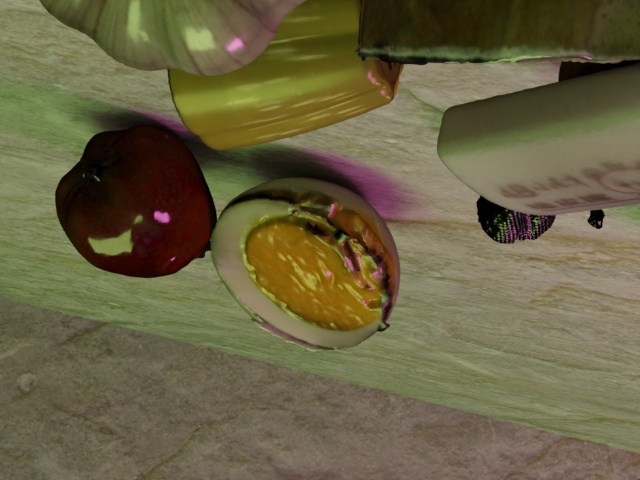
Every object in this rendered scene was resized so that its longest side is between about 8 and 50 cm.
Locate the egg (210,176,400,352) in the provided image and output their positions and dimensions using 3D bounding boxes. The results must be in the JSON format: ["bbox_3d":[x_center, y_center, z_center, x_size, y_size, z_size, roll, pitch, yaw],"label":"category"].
[{"bbox_3d":[-0.004,0.000,1.902,0.264,0.174,0.286,9,139,23],"label":"egg"}]

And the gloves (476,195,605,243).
[{"bbox_3d":[0.258,-0.072,1.529,0.129,0.106,0.181,22,135,-27],"label":"gloves"}]

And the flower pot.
[{"bbox_3d":[-0.024,-0.182,1.236,0.179,0.195,0.195,-3,159,21],"label":"flower pot"}]

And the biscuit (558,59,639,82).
[{"bbox_3d":[0.362,-0.153,1.137,0.381,0.074,0.359,5,160,43],"label":"biscuit"}]

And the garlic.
[{"bbox_3d":[-0.107,-0.243,1.056,0.245,0.245,0.253,16,-174,0],"label":"garlic"}]

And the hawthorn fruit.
[{"bbox_3d":[-0.227,-0.036,1.893,0.208,0.208,0.248,-2,148,48],"label":"hawthorn fruit"}]

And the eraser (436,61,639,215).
[{"bbox_3d":[0.251,-0.085,1.204,0.174,0.095,0.270,22,165,-33],"label":"eraser"}]

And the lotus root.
[{"bbox_3d":[0.139,-0.201,0.943,0.272,0.192,0.272,-3,-164,1],"label":"lotus root"}]
